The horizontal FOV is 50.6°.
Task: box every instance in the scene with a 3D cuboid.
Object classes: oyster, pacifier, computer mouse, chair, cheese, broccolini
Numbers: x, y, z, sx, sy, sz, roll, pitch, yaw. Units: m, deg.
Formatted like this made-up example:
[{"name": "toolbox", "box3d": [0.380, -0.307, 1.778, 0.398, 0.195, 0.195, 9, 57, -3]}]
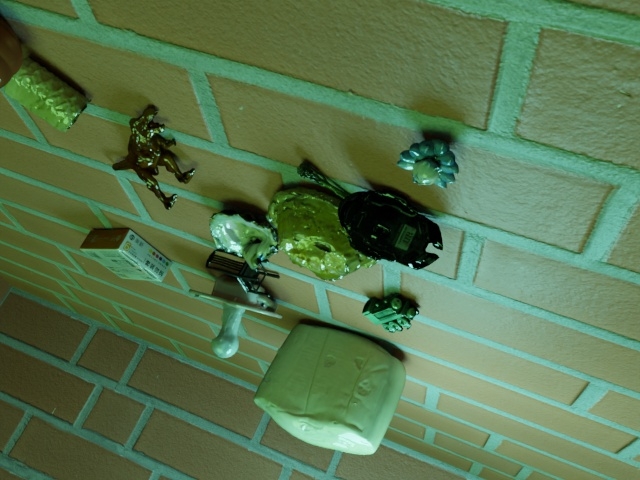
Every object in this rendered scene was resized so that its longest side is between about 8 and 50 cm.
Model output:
[{"name": "oyster", "box3d": [-0.198, -0.008, 1.820, 0.198, 0.092, 0.260, 20, 146, 12]}, {"name": "pacifier", "box3d": [-0.285, 0.230, 2.224, 0.332, 0.273, 0.220, 11, 136, 27]}, {"name": "computer mouse", "box3d": [0.145, -0.025, 1.417, 0.241, 0.146, 0.077, 27, -177, -4]}, {"name": "chair", "box3d": [-0.242, 0.097, 2.070, 0.212, 0.084, 0.101, 10, 147, 31]}, {"name": "cheese", "box3d": [-0.633, -0.334, 1.568, 0.167, 0.094, 0.123, 36, 155, -22]}, {"name": "broccolini", "box3d": [0.009, -0.121, 1.449, 0.140, 0.035, 0.030, 32, 114, -20]}]

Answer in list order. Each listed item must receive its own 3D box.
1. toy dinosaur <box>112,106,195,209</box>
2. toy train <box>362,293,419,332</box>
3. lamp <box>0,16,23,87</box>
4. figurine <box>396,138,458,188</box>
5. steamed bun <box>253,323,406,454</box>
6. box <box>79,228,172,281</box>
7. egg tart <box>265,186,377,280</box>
[{"name": "toy dinosaur", "box3d": [-0.422, -0.177, 1.680, 0.208, 0.097, 0.432, 44, 149, -6]}, {"name": "toy train", "box3d": [0.196, 0.199, 1.874, 0.111, 0.071, 0.170, 38, 154, -9]}, {"name": "lamp", "box3d": [-0.734, -0.401, 1.426, 0.187, 0.188, 0.164, 10, 151, 31]}, {"name": "figurine", "box3d": [0.195, -0.138, 1.185, 0.114, 0.079, 0.114, 27, 156, 13]}, {"name": "steamed bun", "box3d": [0.041, 0.513, 2.282, 0.456, 0.371, 0.290, 16, 155, 28]}, {"name": "box", "box3d": [-0.688, 0.054, 2.397, 0.273, 0.091, 0.221, 2, 148, 41]}, {"name": "egg tart", "box3d": [0.000, 0.000, 1.600, 0.315, 0.120, 0.315, 21, 154, 11]}]
